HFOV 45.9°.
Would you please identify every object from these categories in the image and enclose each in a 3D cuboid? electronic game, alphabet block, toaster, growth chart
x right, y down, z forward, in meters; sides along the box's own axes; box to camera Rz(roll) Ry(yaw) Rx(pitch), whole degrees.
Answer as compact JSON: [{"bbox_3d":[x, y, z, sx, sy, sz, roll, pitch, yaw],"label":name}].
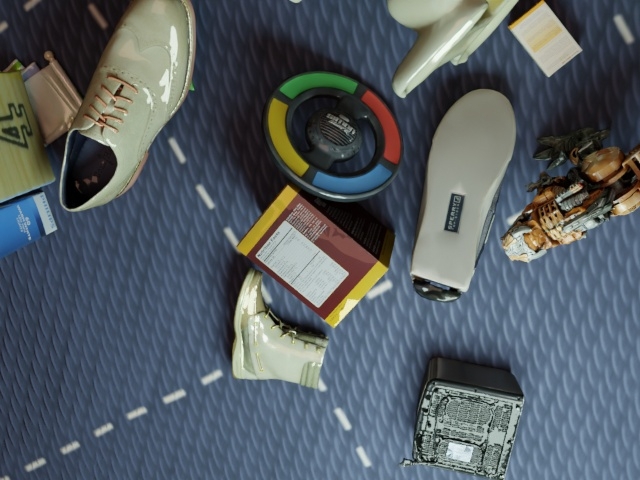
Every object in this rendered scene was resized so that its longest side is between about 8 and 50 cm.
[{"bbox_3d":[0.021,-0.162,1.153,0.229,0.229,0.048,35,148,-2],"label":"electronic game"},{"bbox_3d":[-0.581,-0.154,1.222,0.193,0.193,0.197,-12,104,12],"label":"alphabet block"},{"bbox_3d":[0.239,0.304,1.284,0.186,0.110,0.168,10,106,6],"label":"toaster"},{"bbox_3d":[-0.518,-0.222,1.303,0.237,0.021,0.172,-25,99,14],"label":"growth chart"}]

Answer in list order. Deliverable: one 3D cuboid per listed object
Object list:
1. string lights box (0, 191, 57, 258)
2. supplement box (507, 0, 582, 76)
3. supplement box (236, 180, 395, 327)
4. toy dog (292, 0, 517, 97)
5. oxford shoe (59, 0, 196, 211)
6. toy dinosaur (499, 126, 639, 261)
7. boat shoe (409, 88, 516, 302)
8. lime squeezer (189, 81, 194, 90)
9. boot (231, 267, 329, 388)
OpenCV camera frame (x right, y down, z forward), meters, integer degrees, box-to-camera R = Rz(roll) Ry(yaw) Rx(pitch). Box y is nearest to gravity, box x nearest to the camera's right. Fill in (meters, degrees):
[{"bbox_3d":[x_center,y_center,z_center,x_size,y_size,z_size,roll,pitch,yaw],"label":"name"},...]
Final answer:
[{"bbox_3d":[-0.562,-0.005,1.244,0.133,0.259,0.076,-13,103,11],"label":"string lights box"},{"bbox_3d":[0.339,-0.305,1.141,0.062,0.036,0.098,-38,97,16],"label":"supplement box"},{"bbox_3d":[0.000,0.000,1.195,0.194,0.191,0.129,40,108,-4],"label":"supplement box"},{"bbox_3d":[0.092,-0.453,0.993,0.408,0.284,0.395,45,139,5],"label":"toy dog"},{"bbox_3d":[-0.305,-0.210,1.186,0.141,0.146,0.397,24,116,-3],"label":"oxford shoe"},{"bbox_3d":[0.412,-0.076,1.098,0.322,0.218,0.164,-14,102,12],"label":"toy dinosaur"},{"bbox_3d":[0.214,-0.060,1.195,0.127,0.158,0.340,18,79,8],"label":"boat shoe"},{"bbox_3d":[-0.225,-0.402,1.192,0.110,0.059,0.310,16,106,4],"label":"lime squeezer"},{"bbox_3d":[-0.066,0.154,1.308,0.165,0.077,0.213,8,111,7],"label":"boot"}]
